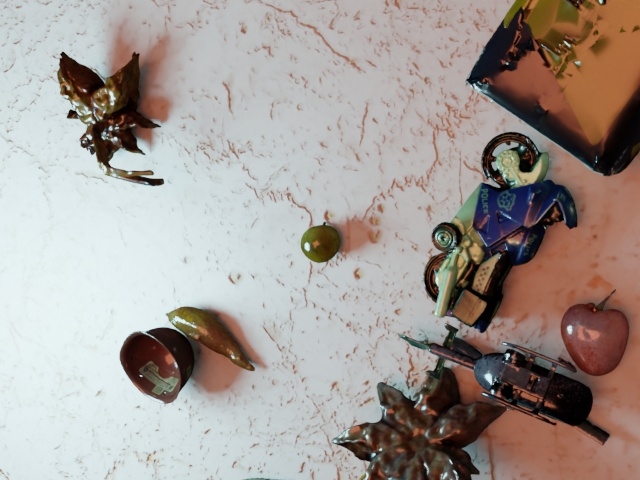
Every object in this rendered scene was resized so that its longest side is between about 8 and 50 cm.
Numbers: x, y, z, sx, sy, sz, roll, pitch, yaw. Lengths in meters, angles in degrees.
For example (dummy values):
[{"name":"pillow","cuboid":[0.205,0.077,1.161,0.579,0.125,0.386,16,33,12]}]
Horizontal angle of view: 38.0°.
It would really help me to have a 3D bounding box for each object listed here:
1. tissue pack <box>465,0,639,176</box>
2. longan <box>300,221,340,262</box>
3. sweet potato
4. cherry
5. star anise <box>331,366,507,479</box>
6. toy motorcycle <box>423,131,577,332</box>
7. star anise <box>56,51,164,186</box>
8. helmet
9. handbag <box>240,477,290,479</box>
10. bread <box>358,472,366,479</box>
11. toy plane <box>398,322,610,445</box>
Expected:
[{"name":"tissue pack","cuboid":[0.442,-0.326,1.347,0.264,0.253,0.416,40,113,17]},{"name":"longan","cuboid":[0.000,0.000,1.713,0.075,0.075,0.083,-13,49,27]},{"name":"sweet potato","cuboid":[-0.216,0.184,1.837,0.226,0.068,0.068,31,108,16]},{"name":"cherry","cuboid":[0.445,0.155,1.494,0.106,0.087,0.126,-21,84,31]},{"name":"star anise","cuboid":[0.181,0.359,1.580,0.315,0.315,0.108,1,140,26]},{"name":"toy motorcycle","cuboid":[0.299,-0.005,1.533,0.196,0.125,0.331,31,104,21]},{"name":"star anise","cuboid":[-0.405,-0.233,1.837,0.237,0.148,0.346,-43,67,26]},{"name":"helmet","cuboid":[-0.311,0.227,1.857,0.155,0.106,0.175,25,132,22]},{"name":"handbag","cuboid":[-0.135,0.645,1.708,0.162,0.327,0.325,-6,95,22]},{"name":"bread","cuboid":[0.158,0.455,1.693,0.154,0.054,0.136,43,109,13]},{"name":"toy plane","cuboid":[0.300,0.226,1.543,0.381,0.155,0.106,19,80,20]}]
